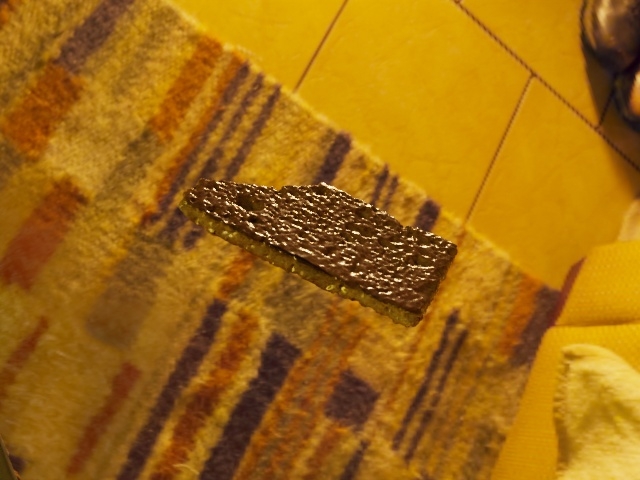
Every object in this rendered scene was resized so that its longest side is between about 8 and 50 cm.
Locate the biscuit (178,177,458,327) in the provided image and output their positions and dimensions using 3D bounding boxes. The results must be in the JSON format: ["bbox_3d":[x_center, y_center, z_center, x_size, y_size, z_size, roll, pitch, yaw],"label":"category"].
[{"bbox_3d":[0.000,-0.007,0.822,0.236,0.026,0.131,25,34,10],"label":"biscuit"}]

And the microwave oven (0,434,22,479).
[{"bbox_3d":[-0.301,0.333,0.588,0.286,0.218,0.355,-17,77,-43],"label":"microwave oven"}]
